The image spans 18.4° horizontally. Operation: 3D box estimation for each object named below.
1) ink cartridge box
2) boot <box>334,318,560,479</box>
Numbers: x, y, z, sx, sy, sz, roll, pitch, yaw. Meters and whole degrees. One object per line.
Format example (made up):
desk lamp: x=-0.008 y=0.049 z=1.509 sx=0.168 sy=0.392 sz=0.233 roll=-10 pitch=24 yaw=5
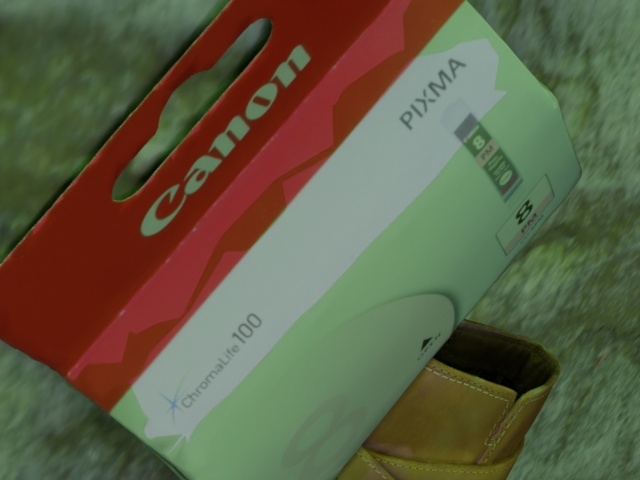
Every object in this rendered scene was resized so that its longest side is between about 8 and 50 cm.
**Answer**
ink cartridge box: x=0.000 y=0.000 z=0.673 sx=0.189 sy=0.066 sz=0.232 roll=-50 pitch=163 yaw=-3
boot: x=0.035 y=0.133 z=0.914 sx=0.283 sy=0.109 sz=0.220 roll=14 pitch=109 yaw=-59
